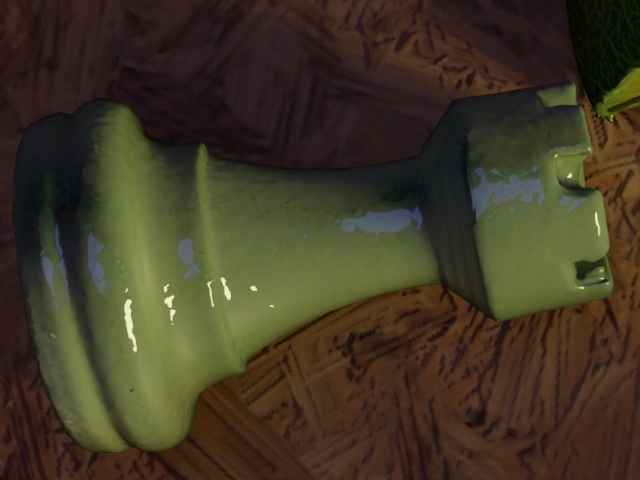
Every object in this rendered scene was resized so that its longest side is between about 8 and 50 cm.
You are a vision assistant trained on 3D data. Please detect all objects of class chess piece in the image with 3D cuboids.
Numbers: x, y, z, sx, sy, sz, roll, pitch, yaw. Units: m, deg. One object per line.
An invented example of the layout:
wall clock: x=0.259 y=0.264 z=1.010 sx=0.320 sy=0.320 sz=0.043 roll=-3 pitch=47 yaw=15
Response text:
chess piece: x=0.000 y=0.000 z=1.020 sx=0.299 sy=0.194 sz=0.194 roll=-10 pitch=79 yaw=4

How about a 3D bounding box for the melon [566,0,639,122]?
melon: x=0.233 y=-0.198 z=1.013 sx=0.265 sy=0.129 sz=0.169 roll=-24 pitch=73 yaw=10
